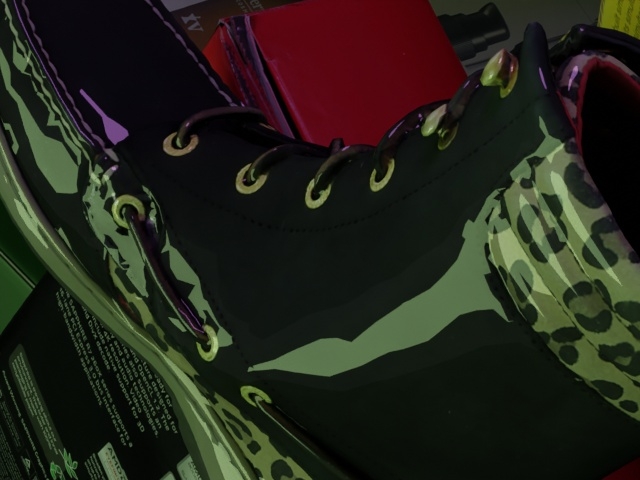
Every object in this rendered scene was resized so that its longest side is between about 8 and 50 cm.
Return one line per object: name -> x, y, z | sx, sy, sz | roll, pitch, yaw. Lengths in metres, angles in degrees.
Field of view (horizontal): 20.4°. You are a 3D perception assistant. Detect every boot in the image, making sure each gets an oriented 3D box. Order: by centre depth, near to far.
boot -> 0.008, -0.020, 0.471 | 0.178, 0.085, 0.236 | -41, 77, 45

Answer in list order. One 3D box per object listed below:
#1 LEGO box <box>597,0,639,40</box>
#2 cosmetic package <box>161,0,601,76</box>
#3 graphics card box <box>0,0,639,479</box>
LEGO box -> 0.245, 0.107, 0.547 | 0.372, 0.193, 0.500 | 59, 168, 27
cosmetic package -> 0.007, -0.110, 0.953 | 0.377, 0.284, 0.097 | 59, 154, 26
graphics card box -> -0.023, 0.090, 0.712 | 0.232, 0.094, 0.371 | 63, 146, 13
